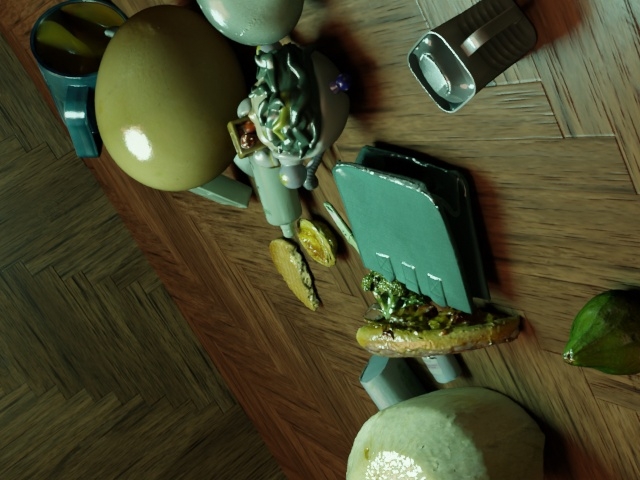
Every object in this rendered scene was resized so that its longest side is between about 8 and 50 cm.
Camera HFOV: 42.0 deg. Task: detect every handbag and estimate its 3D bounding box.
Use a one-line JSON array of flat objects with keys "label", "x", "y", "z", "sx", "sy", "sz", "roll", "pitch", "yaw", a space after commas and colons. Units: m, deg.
[{"label": "handbag", "x": 0.162, "y": -0.030, "z": 1.434, "sx": 0.268, "sy": 0.100, "sz": 0.274, "roll": 22, "pitch": 144, "yaw": 46}]

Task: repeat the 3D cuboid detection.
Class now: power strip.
[{"label": "power strip", "x": -0.302, "y": -0.150, "z": 1.928, "sx": 0.091, "sy": 0.062, "sz": 0.385, "roll": 10, "pitch": 173, "yaw": 33}]

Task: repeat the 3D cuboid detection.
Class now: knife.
[{"label": "knife", "x": 0.070, "y": 0.003, "z": 1.770, "sx": 0.207, "sy": 0.014, "sz": 0.030, "roll": 55, "pitch": 158, "yaw": -1}]

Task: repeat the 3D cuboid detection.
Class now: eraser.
[{"label": "eraser", "x": 0.191, "y": 0.366, "z": 1.902, "sx": 0.081, "sy": 0.174, "sz": 0.227, "roll": -33, "pitch": 97, "yaw": 26}]

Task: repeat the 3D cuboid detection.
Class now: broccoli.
[{"label": "broccoli", "x": 0.149, "y": 0.096, "z": 1.607, "sx": 0.130, "sy": 0.120, "sz": 0.131, "roll": 13, "pitch": 177, "yaw": 34}]

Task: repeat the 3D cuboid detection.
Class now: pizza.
[{"label": "pizza", "x": 0.208, "y": 0.156, "z": 1.497, "sx": 0.305, "sy": 0.161, "sz": 0.086, "roll": -9, "pitch": 96, "yaw": 23}]

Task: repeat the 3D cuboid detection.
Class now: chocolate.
[{"label": "chocolate", "x": 0.135, "y": 0.164, "z": 1.861, "sx": 0.064, "sy": 0.031, "sz": 0.101, "roll": 33, "pitch": 160, "yaw": 2}]

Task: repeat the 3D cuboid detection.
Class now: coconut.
[{"label": "coconut", "x": 0.262, "y": 0.470, "z": 1.641, "sx": 0.415, "sy": 0.415, "sz": 0.345, "roll": 150, "pitch": 114, "yaw": -68}]

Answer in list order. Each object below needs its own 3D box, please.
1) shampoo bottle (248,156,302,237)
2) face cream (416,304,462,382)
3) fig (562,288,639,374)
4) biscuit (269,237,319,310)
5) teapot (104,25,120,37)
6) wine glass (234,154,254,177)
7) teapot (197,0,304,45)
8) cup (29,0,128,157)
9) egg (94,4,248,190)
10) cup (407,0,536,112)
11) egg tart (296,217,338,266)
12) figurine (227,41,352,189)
[{"label": "shampoo bottle", "x": -0.094, "y": -0.119, "z": 1.780, "sx": 0.085, "sy": 0.085, "sz": 0.262, "roll": 28, "pitch": 141, "yaw": 46}, {"label": "face cream", "x": 0.217, "y": 0.199, "z": 1.712, "sx": 0.198, "sy": 0.057, "sz": 0.084, "roll": 57, "pitch": 157, "yaw": -12}, {"label": "fig", "x": 0.394, "y": 0.140, "z": 1.139, "sx": 0.123, "sy": 0.156, "sz": 0.123, "roll": 42, "pitch": 150, "yaw": 31}, {"label": "biscuit", "x": -0.072, "y": 0.074, "z": 2.134, "sx": 0.144, "sy": 0.033, "sz": 0.224, "roll": 29, "pitch": 148, "yaw": 49}, {"label": "teapot", "x": -0.361, "y": -0.336, "z": 1.914, "sx": 0.285, "sy": 0.223, "sz": 0.305, "roll": 14, "pitch": 110, "yaw": 47}, {"label": "wine glass", "x": -0.182, "y": -0.197, "z": 1.912, "sx": 0.198, "sy": 0.066, "sz": 0.066, "roll": 32, "pitch": 150, "yaw": 38}, {"label": "teapot", "x": -0.072, "y": -0.410, "z": 1.243, "sx": 0.183, "sy": 0.183, "sz": 0.251, "roll": 56, "pitch": 146, "yaw": -7}, {"label": "cup", "x": -0.568, "y": -0.401, "z": 2.117, "sx": 0.308, "sy": 0.242, "sz": 0.292, "roll": 59, "pitch": 163, "yaw": 20}, {"label": "egg", "x": -0.292, "y": -0.282, "z": 1.655, "sx": 0.301, "sy": 0.301, "sz": 0.374, "roll": 147, "pitch": 126, "yaw": -68}, {"label": "cup", "x": 0.189, "y": -0.237, "z": 1.010, "sx": 0.095, "sy": 0.129, "sz": 0.128, "roll": 51, "pitch": 158, "yaw": 1}, {"label": "egg tart", "x": 0.000, "y": 0.000, "z": 1.852, "sx": 0.130, "sy": 0.052, "sz": 0.130, "roll": 44, "pitch": 157, "yaw": 24}, {"label": "figurine", "x": -0.064, "y": -0.223, "z": 1.479, "sx": 0.261, "sy": 0.186, "sz": 0.382, "roll": 64, "pitch": 164, "yaw": 1}]
